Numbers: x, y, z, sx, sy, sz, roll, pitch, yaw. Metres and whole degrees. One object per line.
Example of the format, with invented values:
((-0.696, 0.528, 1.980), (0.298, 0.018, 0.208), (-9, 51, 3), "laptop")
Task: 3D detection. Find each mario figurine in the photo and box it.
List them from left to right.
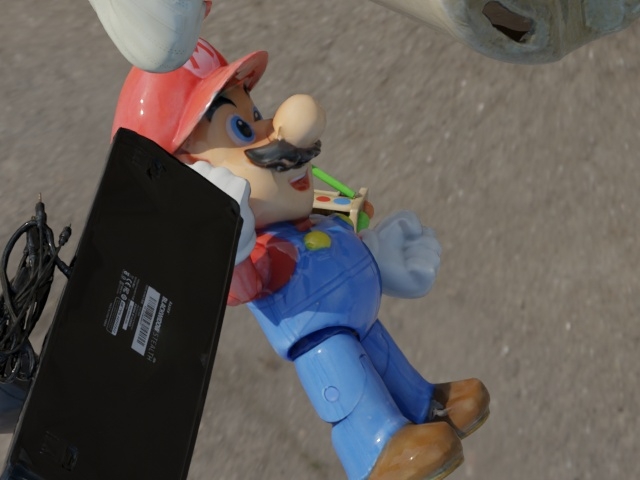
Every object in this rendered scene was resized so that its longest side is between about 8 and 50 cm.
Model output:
((0.000, 0.000, 0.985), (0.170, 0.198, 0.320), (-37, 93, -12), "mario figurine")

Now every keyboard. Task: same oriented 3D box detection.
((-0.089, 0.032, 0.621), (0.100, 0.192, 0.038), (38, 127, -23), "keyboard")

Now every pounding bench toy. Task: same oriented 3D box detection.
((0.007, -0.025, 1.203), (0.065, 0.052, 0.083), (7, 114, 10), "pounding bench toy")

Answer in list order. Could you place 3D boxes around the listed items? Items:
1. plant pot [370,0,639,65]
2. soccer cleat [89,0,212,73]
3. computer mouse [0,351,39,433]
((0.084, -0.275, 1.036), (0.333, 0.305, 0.334), (-18, 128, -24), "plant pot")
((-0.096, -0.151, 0.631), (0.068, 0.076, 0.196), (15, 129, 35), "soccer cleat")
((-0.349, 0.098, 1.292), (0.184, 0.060, 0.262), (-29, 116, 32), "computer mouse")
